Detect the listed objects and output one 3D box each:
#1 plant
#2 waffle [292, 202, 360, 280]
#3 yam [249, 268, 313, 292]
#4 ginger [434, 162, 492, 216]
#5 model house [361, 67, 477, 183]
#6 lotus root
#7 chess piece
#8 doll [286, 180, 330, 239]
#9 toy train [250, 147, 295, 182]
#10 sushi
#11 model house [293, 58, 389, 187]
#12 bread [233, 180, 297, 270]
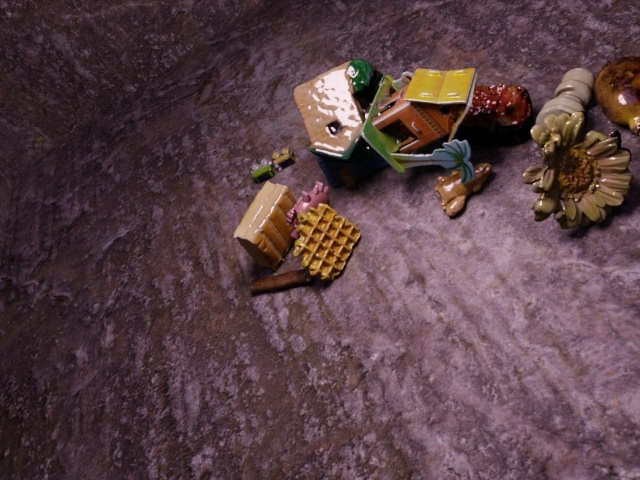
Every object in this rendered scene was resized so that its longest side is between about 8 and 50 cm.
[{"bbox_3d":[0.689,-0.185,1.328,0.261,0.297,0.305,-1,96,25],"label":"plant"},{"bbox_3d":[0.000,0.000,1.603,0.057,0.219,0.229,-8,49,60],"label":"waffle"},{"bbox_3d":[-0.136,0.138,1.696,0.241,0.057,0.056,-12,54,22],"label":"yam"},{"bbox_3d":[0.441,-0.177,1.558,0.205,0.081,0.115,-47,42,0],"label":"ginger"},{"bbox_3d":[0.369,-0.372,1.491,0.324,0.340,0.300,-21,38,50],"label":"model house"},{"bbox_3d":[0.895,-0.426,1.421,0.169,0.141,0.314,-12,53,19],"label":"lotus root"},{"bbox_3d":[0.772,-0.433,1.524,0.133,0.133,0.243,15,61,37],"label":"chess piece"},{"bbox_3d":[-0.038,-0.099,1.696,0.093,0.262,0.211,31,119,22],"label":"doll"},{"bbox_3d":[-0.196,-0.310,2.044,0.202,0.060,0.081,-26,56,13],"label":"toy train"},{"bbox_3d":[0.519,-0.425,1.618,0.343,0.182,0.196,8,62,31],"label":"sushi"},{"bbox_3d":[0.112,-0.383,1.718,0.335,0.382,0.342,-21,87,17],"label":"model house"},{"bbox_3d":[-0.170,-0.042,1.724,0.111,0.246,0.239,20,71,27],"label":"bread"}]
